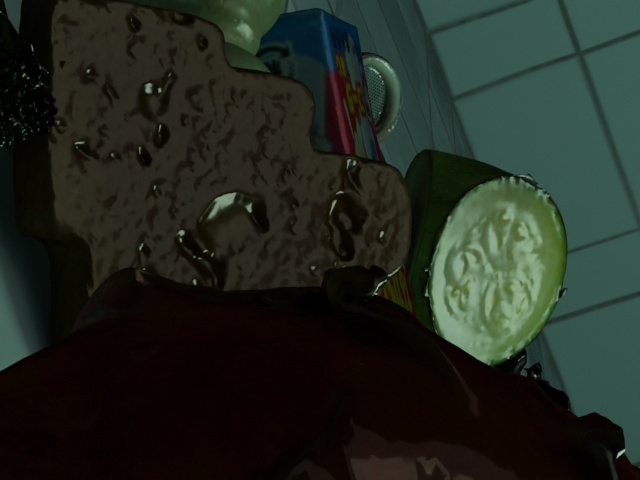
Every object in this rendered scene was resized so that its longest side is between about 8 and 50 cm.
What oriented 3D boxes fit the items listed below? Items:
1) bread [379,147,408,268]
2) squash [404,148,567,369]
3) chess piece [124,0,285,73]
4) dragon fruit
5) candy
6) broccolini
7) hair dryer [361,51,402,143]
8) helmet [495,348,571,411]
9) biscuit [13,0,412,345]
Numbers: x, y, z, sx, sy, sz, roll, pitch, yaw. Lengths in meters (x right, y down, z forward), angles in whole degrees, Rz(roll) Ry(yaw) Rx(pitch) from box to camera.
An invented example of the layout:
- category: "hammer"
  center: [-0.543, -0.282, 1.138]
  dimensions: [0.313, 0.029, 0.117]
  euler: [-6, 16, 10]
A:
- category: "bread"
  center: [0.030, -0.024, 1.551]
  dimensions: [0.177, 0.084, 0.119]
  euler: [-77, 149, -72]
- category: "squash"
  center: [0.082, 0.007, 1.617]
  dimensions: [0.260, 0.189, 0.189]
  euler: [18, -39, 50]
- category: "chess piece"
  center: [-0.078, -0.094, 1.051]
  dimensions: [0.133, 0.133, 0.243]
  euler: [55, 25, -56]
- category: "dragon fruit"
  center: [-0.033, 0.135, 0.539]
  dimensions: [0.315, 0.250, 0.250]
  euler: [-34, 110, -37]
- category: "candy"
  center: [0.001, 0.000, 1.243]
  dimensions: [0.157, 0.100, 0.306]
  euler: [-11, 90, -80]
- category: "broccolini"
  center: [-0.177, -0.118, 0.826]
  dimensions: [0.074, 0.058, 0.201]
  euler: [80, -17, -53]
- category: "hair dryer"
  center: [-0.001, -0.035, 1.407]
  dimensions: [0.073, 0.131, 0.236]
  euler: [-19, 111, -42]
- category: "helmet"
  center: [0.159, 0.202, 1.656]
  dimensions: [0.253, 0.154, 0.198]
  euler: [93, -24, -63]
- category: "biscuit"
  center: [-0.061, -0.006, 0.912]
  dimensions: [0.278, 0.043, 0.301]
  euler: [-50, 120, -39]
